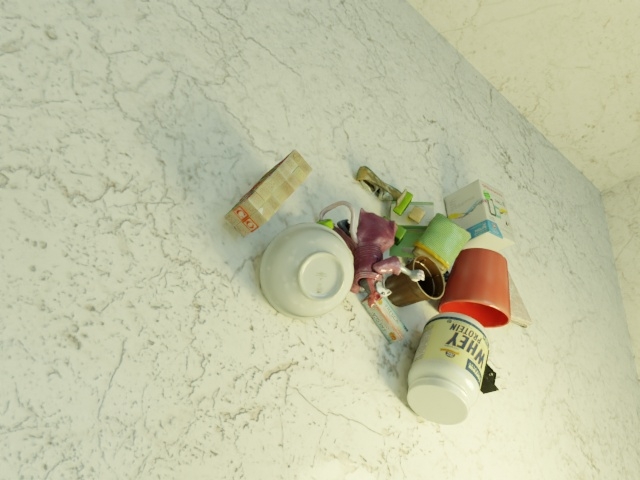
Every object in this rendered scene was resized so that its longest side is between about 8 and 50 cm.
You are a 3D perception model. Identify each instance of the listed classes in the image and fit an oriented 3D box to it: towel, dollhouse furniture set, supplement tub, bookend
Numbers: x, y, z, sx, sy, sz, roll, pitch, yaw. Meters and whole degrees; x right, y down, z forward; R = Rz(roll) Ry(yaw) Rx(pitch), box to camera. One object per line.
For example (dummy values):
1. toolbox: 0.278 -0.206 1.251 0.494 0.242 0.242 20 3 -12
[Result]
1. towel: 0.769 0.214 2.418 0.332 0.053 0.317 21 42 -38
2. dollhouse furniture set: 0.390 -0.038 2.034 0.301 0.151 0.197 34 83 12
3. supplement tub: 0.432 0.430 1.878 0.235 0.235 0.325 46 43 -14
4. bookend: 0.630 0.483 2.157 0.157 0.072 0.156 47 43 -14

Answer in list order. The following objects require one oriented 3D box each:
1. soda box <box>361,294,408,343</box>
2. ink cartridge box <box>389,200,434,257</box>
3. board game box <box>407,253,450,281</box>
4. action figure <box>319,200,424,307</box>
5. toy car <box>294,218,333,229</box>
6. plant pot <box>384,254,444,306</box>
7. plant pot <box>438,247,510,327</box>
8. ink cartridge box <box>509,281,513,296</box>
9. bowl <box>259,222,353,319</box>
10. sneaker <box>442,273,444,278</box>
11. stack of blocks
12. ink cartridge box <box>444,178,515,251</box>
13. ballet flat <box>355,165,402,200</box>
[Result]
1. soda box: 0.221 0.262 1.907 0.183 0.058 0.063 55 42 -5
2. ink cartridge box: 0.354 -0.046 2.144 0.171 0.056 0.235 3 53 7
3. board game box: 0.413 0.091 2.188 0.194 0.060 0.194 -11 74 -46
4. action figure: 0.162 0.048 1.811 0.276 0.248 0.370 43 30 -33
5. toy car: 0.000 0.000 1.802 0.188 0.149 0.155 -57 137 -72
6. plant pot: 0.330 0.159 1.992 0.167 0.165 0.167 23 52 -33
7. plant pot: 0.607 0.177 2.130 0.275 0.275 0.243 30 63 -28
8. ink cartridge box: 0.758 0.196 2.326 0.088 0.052 0.122 49 31 0
9. bowl: -0.019 0.097 1.615 0.298 0.134 0.298 -1 94 -20
10. sneaker: 0.464 0.143 2.143 0.083 0.031 0.035 -46 114 -43
11. stack of blocks: -0.165 -0.138 1.689 0.087 0.171 0.297 48 44 -12
12. ink cartridge box: 0.706 -0.092 2.468 0.198 0.197 0.270 19 54 -36
13. ballet flat: 0.230 -0.204 2.188 0.232 0.080 0.073 34 71 -19
